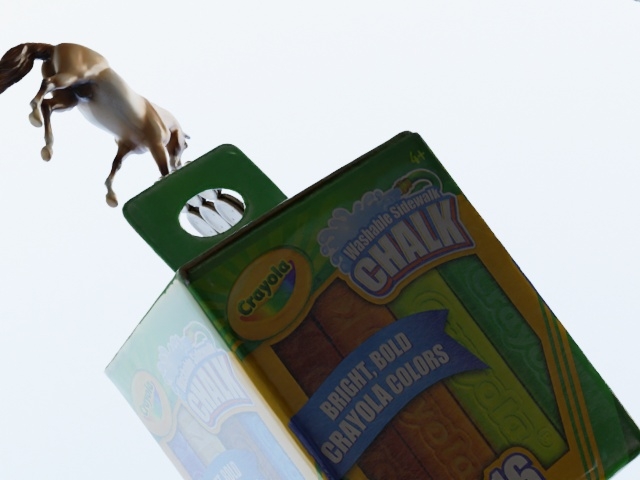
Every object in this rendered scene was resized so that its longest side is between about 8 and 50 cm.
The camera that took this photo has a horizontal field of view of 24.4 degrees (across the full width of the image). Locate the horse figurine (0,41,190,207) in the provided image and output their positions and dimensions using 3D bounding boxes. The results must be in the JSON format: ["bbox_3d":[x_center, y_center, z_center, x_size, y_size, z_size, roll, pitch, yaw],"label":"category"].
[{"bbox_3d":[-0.229,-0.128,1.519,0.066,0.263,0.174,-34,-145,33],"label":"horse figurine"}]

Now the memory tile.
[{"bbox_3d":[-0.066,-0.006,1.182,0.012,0.148,0.113,-51,-169,-20],"label":"memory tile"}]

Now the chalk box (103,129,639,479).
[{"bbox_3d":[0.005,0.049,0.627,0.132,0.213,0.132,-34,175,-30],"label":"chalk box"}]

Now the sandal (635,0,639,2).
[{"bbox_3d":[0.330,-0.244,1.316,0.180,0.072,0.049,12,-112,51],"label":"sandal"}]
